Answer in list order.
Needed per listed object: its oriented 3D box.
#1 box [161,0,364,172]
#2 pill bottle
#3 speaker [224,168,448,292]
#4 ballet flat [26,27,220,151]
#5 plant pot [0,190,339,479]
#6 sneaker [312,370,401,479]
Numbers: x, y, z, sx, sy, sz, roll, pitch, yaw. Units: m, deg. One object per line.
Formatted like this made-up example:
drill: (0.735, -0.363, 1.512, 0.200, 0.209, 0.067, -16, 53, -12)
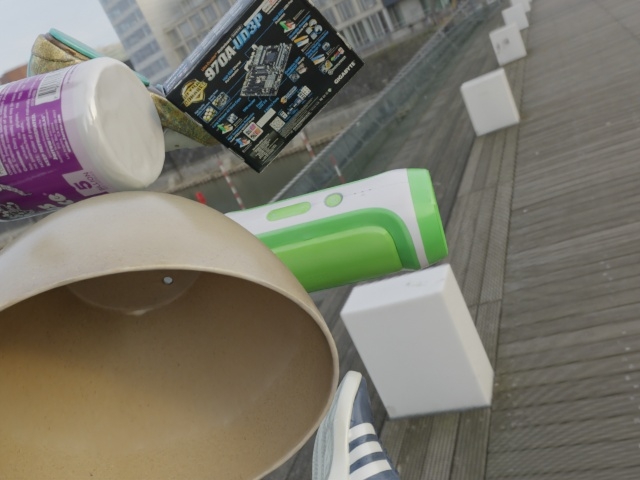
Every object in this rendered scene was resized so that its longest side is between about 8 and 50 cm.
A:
box: (-0.074, -0.223, 0.769, 0.220, 0.175, 0.051, -45, 37, 11)
pill bottle: (-0.372, -0.117, 0.736, 0.301, 0.169, 0.169, -11, 20, 14)
speaker: (0.000, 0.000, 0.710, 0.296, 0.131, 0.131, -13, 19, 13)
ballet flat: (-0.271, -0.202, 0.888, 0.123, 0.348, 0.123, -26, 55, 45)
plant pot: (-0.149, 0.070, 0.469, 0.284, 0.284, 0.191, -26, 42, -1)
sneaker: (0.069, 0.351, 0.856, 0.148, 0.131, 0.350, 19, 34, -5)
